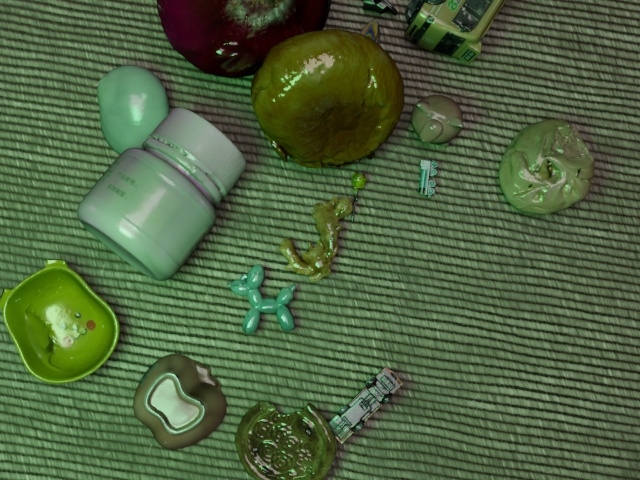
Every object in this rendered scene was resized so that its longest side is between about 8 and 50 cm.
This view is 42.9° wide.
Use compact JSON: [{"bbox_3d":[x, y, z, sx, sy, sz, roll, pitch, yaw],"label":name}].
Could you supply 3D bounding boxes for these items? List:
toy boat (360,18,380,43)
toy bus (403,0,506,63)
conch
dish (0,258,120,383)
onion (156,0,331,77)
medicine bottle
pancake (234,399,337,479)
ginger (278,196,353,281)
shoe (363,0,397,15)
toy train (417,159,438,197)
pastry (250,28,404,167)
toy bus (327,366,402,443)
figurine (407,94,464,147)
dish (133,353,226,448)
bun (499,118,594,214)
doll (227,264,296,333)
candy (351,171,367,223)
[{"bbox_3d":[0.095,-0.428,1.920,0.084,0.066,0.210,19,83,-1],"label":"toy boat"},{"bbox_3d":[0.353,-0.601,1.892,0.201,0.177,0.365,33,83,-4],"label":"toy bus"},{"bbox_3d":[-0.436,-0.294,1.878,0.184,0.121,0.221,-20,89,26],"label":"conch"},{"bbox_3d":[-0.569,0.182,1.813,0.221,0.108,0.262,-36,87,-5],"label":"dish"},{"bbox_3d":[-0.215,-0.565,1.833,0.420,0.398,0.398,23,81,44],"label":"onion"},{"bbox_3d":[-0.338,-0.103,1.779,0.256,0.256,0.325,35,74,2],"label":"medicine bottle"},{"bbox_3d":[-0.078,0.457,1.816,0.235,0.029,0.212,-6,92,12],"label":"pancake"},{"bbox_3d":[0.000,0.000,1.879,0.193,0.052,0.176,-18,84,4],"label":"ginger"},{"bbox_3d":[0.112,-0.576,1.942,0.159,0.062,0.053,44,97,3],"label":"shoe"},{"bbox_3d":[0.251,-0.146,1.912,0.045,0.029,0.092,7,85,7],"label":"toy train"},{"bbox_3d":[0.015,-0.300,1.778,0.355,0.356,0.164,-5,52,-2],"label":"pastry"},{"bbox_3d":[0.097,0.366,1.826,0.192,0.077,0.065,-44,85,-3],"label":"toy bus"},{"bbox_3d":[0.265,-0.274,1.873,0.125,0.138,0.125,0,91,0],"label":"figurine"},{"bbox_3d":[-0.318,0.359,1.809,0.213,0.090,0.213,0,84,-1],"label":"dish"},{"bbox_3d":[0.528,-0.171,1.876,0.209,0.116,0.237,23,85,1],"label":"bun"},{"bbox_3d":[-0.134,0.134,1.855,0.159,0.059,0.159,2,85,0],"label":"doll"},{"bbox_3d":[0.083,-0.100,1.902,0.035,0.035,0.123,8,92,-40],"label":"candy"}]
